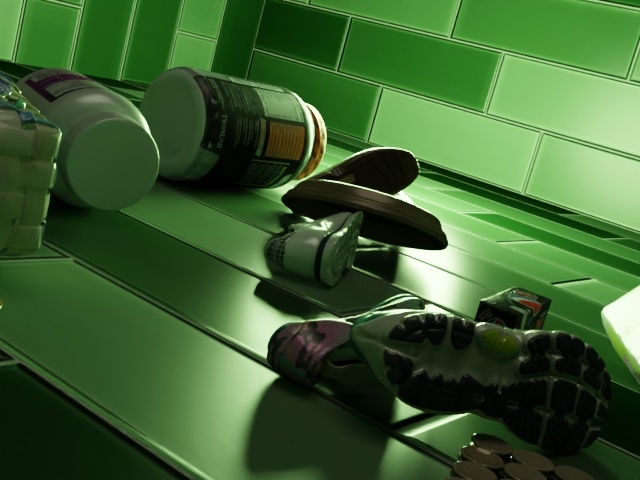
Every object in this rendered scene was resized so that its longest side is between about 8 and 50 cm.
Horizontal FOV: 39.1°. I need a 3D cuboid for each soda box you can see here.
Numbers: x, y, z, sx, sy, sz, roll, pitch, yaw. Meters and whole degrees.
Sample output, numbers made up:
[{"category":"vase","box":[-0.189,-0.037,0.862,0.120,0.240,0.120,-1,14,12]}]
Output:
[{"category":"soda box","box":[0.244,0.101,1.147,0.053,0.060,0.169,21,13,24]}]

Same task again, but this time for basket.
[{"category":"basket","box":[-0.402,-0.089,0.876,0.289,0.201,0.255,16,9,38]}]

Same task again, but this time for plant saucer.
[{"category":"plant saucer","box":[0.074,-0.042,1.443,0.278,0.041,0.278,15,-7,2]}]

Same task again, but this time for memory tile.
[{"category":"memory tile","box":[0.159,0.196,0.714,0.113,0.012,0.148,19,13,18]}]

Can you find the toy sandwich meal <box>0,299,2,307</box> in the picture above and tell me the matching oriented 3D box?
[{"category":"toy sandwich meal","box":[-0.317,0.042,0.788,0.086,0.029,0.085,14,12,-3]}]

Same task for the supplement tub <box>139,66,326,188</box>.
[{"category":"supplement tub","box":[-0.158,-0.205,1.712,0.207,0.207,0.338,25,14,39]}]

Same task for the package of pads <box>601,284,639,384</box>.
[{"category":"package of pads","box":[0.467,0.099,1.063,0.101,0.229,0.296,54,12,-4]}]

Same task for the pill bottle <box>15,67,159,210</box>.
[{"category":"pill bottle","box":[-0.341,-0.143,1.285,0.169,0.169,0.301,7,14,-33]}]

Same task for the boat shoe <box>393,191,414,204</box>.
[{"category":"boat shoe","box":[0.152,-0.047,1.691,0.076,0.080,0.228,21,13,1]}]

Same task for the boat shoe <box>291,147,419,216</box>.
[{"category":"boat shoe","box":[0.053,-0.109,1.654,0.257,0.095,0.095,-16,3,-20]}]

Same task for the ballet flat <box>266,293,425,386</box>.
[{"category":"ballet flat","box":[0.044,0.106,0.875,0.221,0.077,0.079,-6,42,-48]}]

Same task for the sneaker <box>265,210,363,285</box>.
[{"category":"sneaker","box":[0.000,0.000,1.270,0.095,0.090,0.235,8,8,13]}]

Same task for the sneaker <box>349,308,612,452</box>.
[{"category":"sneaker","box":[0.153,0.116,0.825,0.275,0.107,0.110,21,-5,-22]}]
